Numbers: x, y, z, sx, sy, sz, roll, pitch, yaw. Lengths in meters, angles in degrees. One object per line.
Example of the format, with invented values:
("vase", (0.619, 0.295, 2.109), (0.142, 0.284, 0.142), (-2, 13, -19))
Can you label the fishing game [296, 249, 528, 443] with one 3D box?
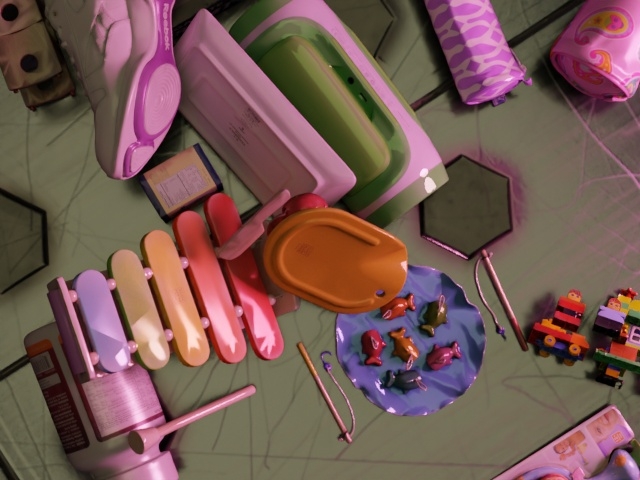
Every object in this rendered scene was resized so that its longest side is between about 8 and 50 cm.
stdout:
("fishing game", (0.111, 0.118, 1.556), (0.264, 0.041, 0.189), (-23, 89, -5))

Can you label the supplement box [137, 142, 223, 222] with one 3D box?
("supplement box", (-0.165, -0.067, 1.534), (0.083, 0.083, 0.056), (-30, 88, -4))

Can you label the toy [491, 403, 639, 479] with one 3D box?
("toy", (0.293, 0.316, 1.543), (0.237, 0.056, 0.137), (-32, 87, -4))

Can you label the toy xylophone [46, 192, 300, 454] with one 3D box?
("toy xylophone", (-0.160, 0.095, 1.468), (0.323, 0.081, 0.236), (-28, 94, -41))

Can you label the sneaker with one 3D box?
("sneaker", (-0.240, -0.221, 1.480), (0.152, 0.114, 0.305), (1, 86, 20))

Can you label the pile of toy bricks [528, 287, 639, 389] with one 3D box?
("pile of toy bricks", (0.368, 0.106, 1.544), (0.212, 0.118, 0.105), (19, 54, 8))

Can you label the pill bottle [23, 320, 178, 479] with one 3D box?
("pill bottle", (-0.251, 0.192, 1.497), (0.121, 0.121, 0.221), (-21, 88, -3))

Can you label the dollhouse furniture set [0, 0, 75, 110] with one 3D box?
("dollhouse furniture set", (-0.400, -0.210, 1.510), (0.184, 0.129, 0.129), (-21, 88, -4))

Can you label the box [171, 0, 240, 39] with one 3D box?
("box", (-0.157, -0.428, 1.564), (0.296, 0.073, 0.293), (-30, 89, -4))

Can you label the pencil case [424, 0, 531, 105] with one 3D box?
("pencil case", (0.180, -0.264, 1.556), (0.088, 0.086, 0.206), (-23, 88, 16))

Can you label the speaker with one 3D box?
("speaker", (0.021, -0.158, 1.526), (0.131, 0.131, 0.296), (-37, 89, -4))

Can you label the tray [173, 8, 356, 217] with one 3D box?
("tray", (-0.088, -0.129, 1.516), (0.270, 0.145, 0.030), (48, 45, 3))

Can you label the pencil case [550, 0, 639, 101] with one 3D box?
("pencil case", (0.391, -0.305, 1.552), (0.124, 0.124, 0.284), (32, 85, 0))

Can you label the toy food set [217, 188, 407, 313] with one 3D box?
("toy food set", (0.000, 0.000, 1.502), (0.218, 0.071, 0.128), (27, 119, -25))
